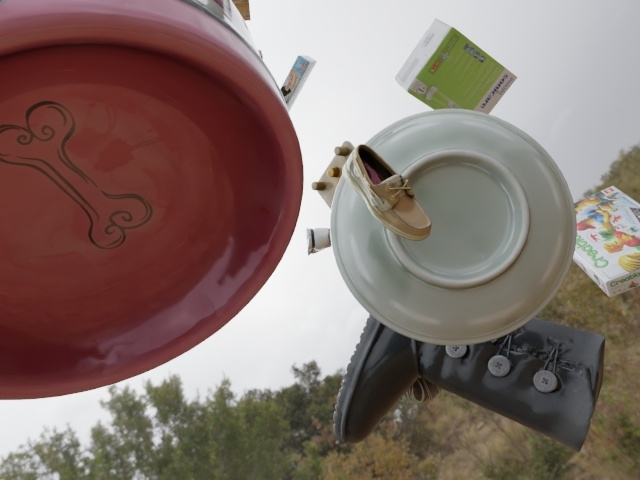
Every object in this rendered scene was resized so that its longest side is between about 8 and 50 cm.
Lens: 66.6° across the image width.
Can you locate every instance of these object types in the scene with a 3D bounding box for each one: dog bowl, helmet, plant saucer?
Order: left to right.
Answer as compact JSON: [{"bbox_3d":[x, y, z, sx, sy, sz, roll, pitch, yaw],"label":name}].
[{"bbox_3d":[-0.192,-0.037,0.407,0.408,0.150,0.407,-24,-40,-22],"label":"dog bowl"},{"bbox_3d":[0.223,0.311,1.173,0.169,0.170,0.161,-10,-84,-58],"label":"helmet"},{"bbox_3d":[0.210,-0.031,0.778,0.400,0.400,0.100,-45,-10,0],"label":"plant saucer"}]

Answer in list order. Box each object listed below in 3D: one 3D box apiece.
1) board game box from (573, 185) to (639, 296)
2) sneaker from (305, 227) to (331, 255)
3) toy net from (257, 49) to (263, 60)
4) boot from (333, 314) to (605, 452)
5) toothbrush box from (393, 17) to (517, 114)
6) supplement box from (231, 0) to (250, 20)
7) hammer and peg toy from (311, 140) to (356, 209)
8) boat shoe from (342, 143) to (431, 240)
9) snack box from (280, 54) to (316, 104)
[{"bbox_3d":[0.682,-0.009,1.142,0.193,0.305,0.053,-26,-62,10],"label":"board game box"},{"bbox_3d":[0.000,0.000,1.555,0.095,0.090,0.235,-8,0,-3],"label":"sneaker"},{"bbox_3d":[-0.226,-0.602,1.695,0.232,0.045,0.122,-100,12,-66],"label":"toy net"},{"bbox_3d":[0.282,0.298,0.960,0.366,0.446,0.146,-70,-23,-9],"label":"boot"},{"bbox_3d":[0.398,-0.480,1.445,0.283,0.122,0.206,22,-64,-27],"label":"toothbrush box"},{"bbox_3d":[-0.256,-0.736,1.517,0.062,0.036,0.098,-21,-53,-28],"label":"supplement box"},{"bbox_3d":[0.128,-0.172,1.878,0.128,0.361,0.266,-4,-40,-45],"label":"hammer and peg toy"},{"bbox_3d":[0.076,-0.057,0.555,0.050,0.135,0.045,-30,-25,-32],"label":"boat shoe"},{"bbox_3d":[-0.132,-0.646,2.116,0.321,0.060,0.187,-57,4,23],"label":"snack box"}]
